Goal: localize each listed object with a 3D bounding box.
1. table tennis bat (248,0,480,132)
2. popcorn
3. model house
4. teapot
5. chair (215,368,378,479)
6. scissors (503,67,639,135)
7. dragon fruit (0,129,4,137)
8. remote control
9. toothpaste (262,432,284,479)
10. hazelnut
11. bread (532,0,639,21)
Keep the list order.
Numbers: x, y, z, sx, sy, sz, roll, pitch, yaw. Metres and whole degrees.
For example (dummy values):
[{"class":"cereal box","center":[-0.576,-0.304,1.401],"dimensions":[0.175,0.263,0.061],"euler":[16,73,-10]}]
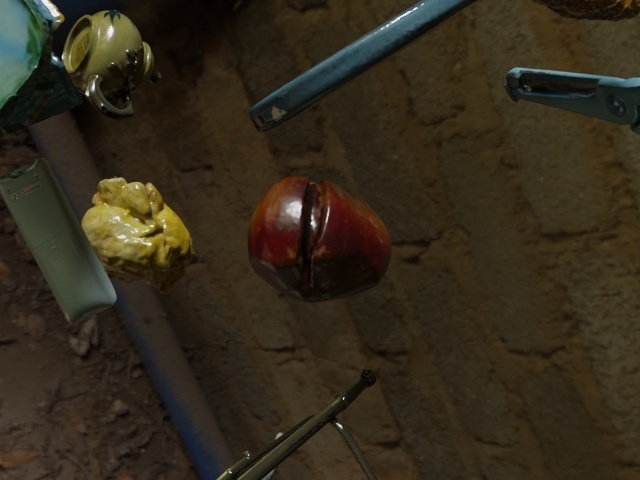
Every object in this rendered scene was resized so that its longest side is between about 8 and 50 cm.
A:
[{"class":"table tennis bat","center":[0.076,-0.184,0.708],"dimensions":[0.329,0.215,0.044],"euler":[-38,99,-22]},{"class":"popcorn","center":[-0.365,-0.006,1.690],"dimensions":[0.190,0.191,0.253],"euler":[-35,93,-13]},{"class":"model house","center":[-0.464,-0.306,1.315],"dimensions":[0.261,0.226,0.241],"euler":[51,21,11]},{"class":"teapot","center":[-0.399,-0.345,1.687],"dimensions":[0.183,0.173,0.269],"euler":[17,50,-41]},{"class":"chair","center":[-0.066,0.474,1.252],"dimensions":[0.410,0.362,0.364],"euler":[-13,68,-51]},{"class":"scissors","center":[0.355,-0.153,0.984],"dimensions":[0.032,0.393,0.180],"euler":[-35,122,-18]},{"class":"dragon fruit","center":[-0.622,-0.223,1.479],"dimensions":[0.166,0.136,0.133],"euler":[69,-4,-59]},{"class":"remote control","center":[-0.471,0.003,1.516],"dimensions":[0.293,0.103,0.051],"euler":[64,5,-4]},{"class":"toothpaste","center":[-0.117,0.482,1.722],"dimensions":[0.037,0.062,0.216],"euler":[24,51,4]},{"class":"hazelnut","center":[0.000,0.000,1.204],"dimensions":[0.204,0.178,0.177],"euler":[8,75,-4]},{"class":"bread","center":[0.234,-0.296,0.906],"dimensions":[0.233,0.076,0.105],"euler":[37,19,-2]}]
